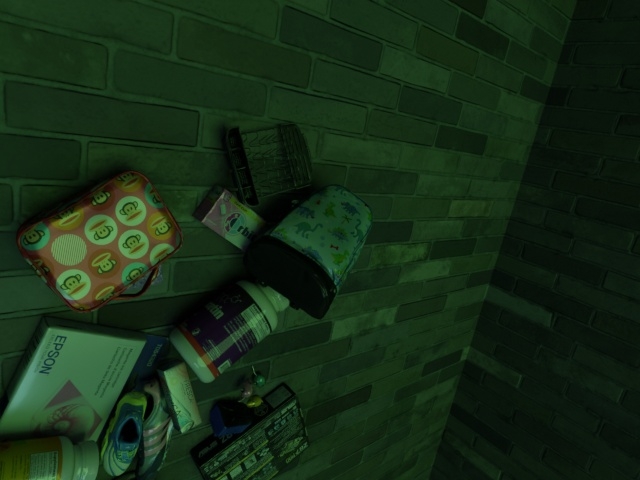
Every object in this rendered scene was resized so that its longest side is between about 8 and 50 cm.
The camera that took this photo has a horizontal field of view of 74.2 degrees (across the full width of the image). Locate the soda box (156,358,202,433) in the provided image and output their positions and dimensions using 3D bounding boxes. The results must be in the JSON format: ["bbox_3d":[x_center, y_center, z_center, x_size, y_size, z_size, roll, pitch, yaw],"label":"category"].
[{"bbox_3d":[-0.384,0.421,1.152,0.063,0.058,0.183,-19,97,-39],"label":"soda box"}]

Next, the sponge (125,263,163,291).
[{"bbox_3d":[-0.494,0.070,1.026,0.210,0.031,0.117,-12,115,-34],"label":"sponge"}]

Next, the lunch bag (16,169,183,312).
[{"bbox_3d":[-0.461,0.011,0.934,0.293,0.120,0.258,-39,117,-27],"label":"lunch bag"}]

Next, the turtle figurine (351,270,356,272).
[{"bbox_3d":[0.025,0.063,1.428,0.234,0.118,0.175,12,66,-31],"label":"turtle figurine"}]

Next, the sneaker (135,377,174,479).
[{"bbox_3d":[-0.491,0.534,1.200,0.131,0.112,0.319,19,89,-38],"label":"sneaker"}]

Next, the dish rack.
[{"bbox_3d":[-0.128,-0.219,1.161,0.272,0.074,0.208,-21,104,-34],"label":"dish rack"}]

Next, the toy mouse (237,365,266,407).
[{"bbox_3d":[-0.223,0.495,1.435,0.161,0.031,0.143,15,77,-63],"label":"toy mouse"}]

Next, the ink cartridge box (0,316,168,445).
[{"bbox_3d":[-0.585,0.373,1.063,0.330,0.071,0.324,26,91,-44],"label":"ink cartridge box"}]

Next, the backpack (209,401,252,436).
[{"bbox_3d":[-0.297,0.590,1.401,0.120,0.098,0.101,10,130,-44],"label":"backpack"}]

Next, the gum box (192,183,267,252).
[{"bbox_3d":[-0.244,-0.056,1.175,0.107,0.062,0.188,-56,134,-7],"label":"gum box"}]

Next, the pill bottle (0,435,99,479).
[{"bbox_3d":[-0.640,0.514,0.941,0.246,0.136,0.136,16,98,-44],"label":"pill bottle"}]

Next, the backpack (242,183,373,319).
[{"bbox_3d":[0.000,0.000,1.241,0.355,0.290,0.273,-39,162,-53],"label":"backpack"}]

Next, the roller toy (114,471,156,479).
[{"bbox_3d":[-0.549,0.794,1.228,0.191,0.146,0.209,-29,125,-30],"label":"roller toy"}]

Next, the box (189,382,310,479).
[{"bbox_3d":[-0.232,0.752,1.530,0.395,0.097,0.318,-30,125,-29],"label":"box"}]

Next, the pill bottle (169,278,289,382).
[{"bbox_3d":[-0.252,0.239,1.219,0.323,0.181,0.181,-38,130,-24],"label":"pill bottle"}]

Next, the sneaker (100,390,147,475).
[{"bbox_3d":[-0.507,0.515,1.077,0.091,0.126,0.240,12,98,-20],"label":"sneaker"}]
